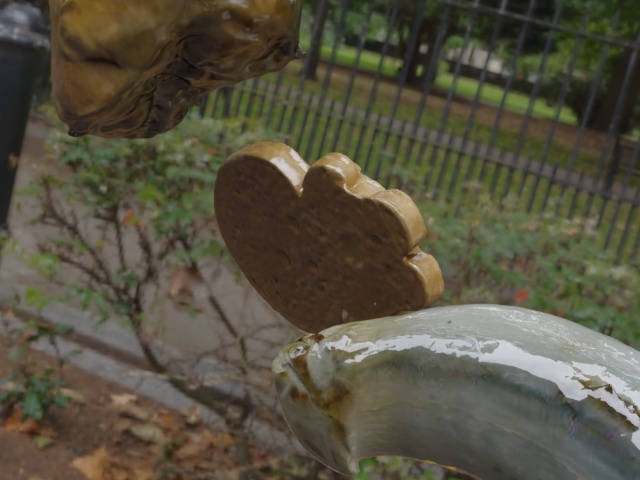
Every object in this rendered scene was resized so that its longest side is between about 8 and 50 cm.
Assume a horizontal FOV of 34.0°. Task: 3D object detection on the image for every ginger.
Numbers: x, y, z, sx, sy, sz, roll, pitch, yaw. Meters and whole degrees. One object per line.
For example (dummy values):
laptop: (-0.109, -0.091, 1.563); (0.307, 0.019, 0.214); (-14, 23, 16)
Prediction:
ginger: (-0.151, -0.239, 0.980); (0.269, 0.223, 0.200); (-22, -7, 14)

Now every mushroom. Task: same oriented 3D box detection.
mushroom: (0.146, 0.134, 0.663); (0.397, 0.177, 0.126); (28, 4, 29)

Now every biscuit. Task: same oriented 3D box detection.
biscuit: (0.001, -0.001, 0.958); (0.044, 0.202, 0.288); (-34, 18, -34)
